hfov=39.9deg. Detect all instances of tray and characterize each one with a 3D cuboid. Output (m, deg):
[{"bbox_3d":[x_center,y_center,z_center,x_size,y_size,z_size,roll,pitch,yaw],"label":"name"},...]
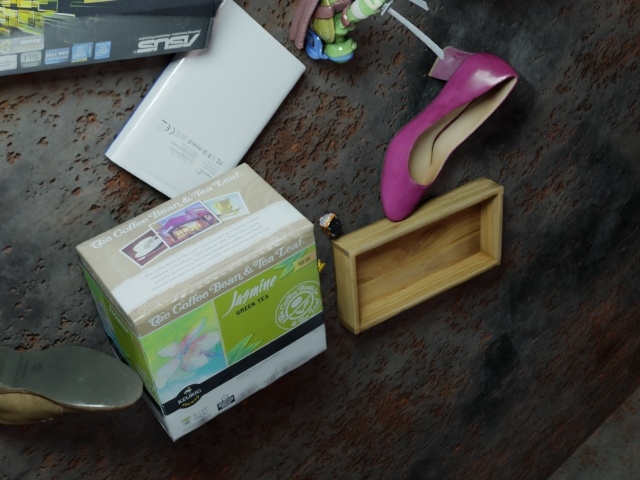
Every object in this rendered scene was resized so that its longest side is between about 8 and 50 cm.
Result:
[{"bbox_3d":[0.215,0.026,1.898,0.411,0.076,0.203,-23,125,-27],"label":"tray"}]

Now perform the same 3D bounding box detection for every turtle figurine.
[{"bbox_3d":[0.068,-0.438,1.454,0.198,0.275,0.266,-62,140,-43],"label":"turtle figurine"}]

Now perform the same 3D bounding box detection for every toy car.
[{"bbox_3d":[0.000,0.000,1.740,0.122,0.040,0.060,-63,154,6],"label":"toy car"}]

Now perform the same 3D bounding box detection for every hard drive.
[{"bbox_3d":[-0.187,-0.220,1.478,0.210,0.040,0.318,35,91,-43],"label":"hard drive"}]

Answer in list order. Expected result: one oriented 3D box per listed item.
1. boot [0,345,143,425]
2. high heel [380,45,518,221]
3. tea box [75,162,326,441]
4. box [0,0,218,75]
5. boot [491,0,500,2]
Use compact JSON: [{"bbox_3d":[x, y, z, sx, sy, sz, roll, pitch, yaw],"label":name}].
[{"bbox_3d":[-0.437,0.246,1.438,0.305,0.112,0.115,5,130,2],"label":"boot"},{"bbox_3d":[0.242,-0.190,1.724,0.127,0.181,0.377,6,109,-39],"label":"high heel"},{"bbox_3d":[-0.189,0.103,1.502,0.329,0.220,0.323,-30,138,-22],"label":"tea box"},{"bbox_3d":[-0.316,-0.384,1.180,0.395,0.097,0.318,-15,148,-31],"label":"box"},{"bbox_3d":[0.346,-0.583,1.663,0.088,0.176,0.244,7,74,-15],"label":"boot"}]
